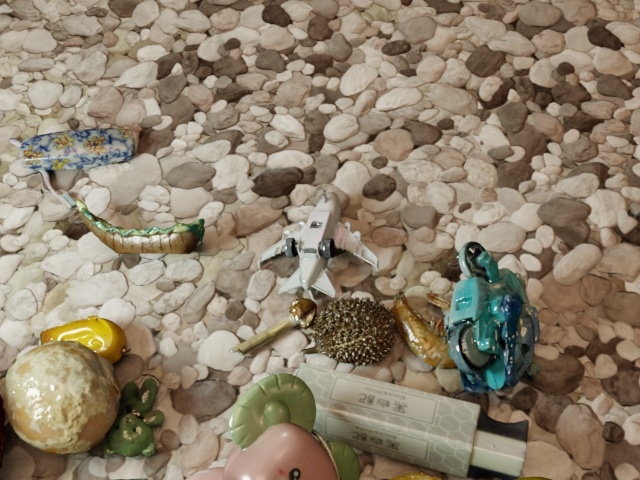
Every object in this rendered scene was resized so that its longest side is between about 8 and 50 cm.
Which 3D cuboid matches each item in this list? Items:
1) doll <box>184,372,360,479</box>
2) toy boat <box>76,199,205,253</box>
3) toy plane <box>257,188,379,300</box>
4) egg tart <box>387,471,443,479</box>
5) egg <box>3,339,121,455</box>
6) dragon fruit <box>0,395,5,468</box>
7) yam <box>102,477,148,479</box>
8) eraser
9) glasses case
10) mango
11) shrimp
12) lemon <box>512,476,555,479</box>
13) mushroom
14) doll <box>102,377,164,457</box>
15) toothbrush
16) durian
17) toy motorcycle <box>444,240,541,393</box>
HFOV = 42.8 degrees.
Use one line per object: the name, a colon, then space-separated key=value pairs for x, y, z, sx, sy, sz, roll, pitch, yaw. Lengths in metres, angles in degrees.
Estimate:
doll: x=-0.081 y=0.378 z=1.325 sx=0.268 sy=0.284 sz=0.216 roll=-40 pitch=20 yaw=-27
toy boat: x=-0.375 y=-0.017 z=1.667 sx=0.293 sy=0.108 sz=0.099 roll=8 pitch=90 yaw=16
toy plane: x=-0.001 y=-0.002 z=1.627 sx=0.251 sy=0.101 sz=0.255 roll=2 pitch=56 yaw=19
egg tart: x=0.155 y=0.472 z=1.321 sx=0.191 sy=0.074 sz=0.191 roll=-2 pitch=56 yaw=3
egg: x=-0.452 y=0.271 z=1.427 sx=0.233 sy=0.195 sz=0.195 roll=14 pitch=53 yaw=49
dragon fruit: x=-0.671 y=0.314 z=1.359 sx=0.296 sy=0.295 sz=0.302 roll=-29 pitch=35 yaw=-14
yam: x=-0.369 y=0.440 z=1.387 sx=0.170 sy=0.068 sz=0.068 roll=-3 pitch=57 yaw=4
eraser: x=0.144 y=0.316 z=1.401 sx=0.404 sy=0.098 sz=0.096 roll=12 pitch=42 yaw=13
glasses case: x=-0.538 y=-0.202 z=1.814 sx=0.248 sy=0.065 sz=0.086 roll=-5 pitch=49 yaw=-7
mango: x=-0.447 y=0.196 z=1.554 sx=0.188 sy=0.066 sz=0.101 roll=0 pitch=65 yaw=10
shrimp: x=0.210 y=0.161 z=1.543 sx=0.132 sy=0.051 sz=0.187 roll=-31 pitch=67 yaw=-29
lemon: x=0.331 y=0.450 z=1.251 sx=0.179 sy=0.203 sz=0.178 roll=9 pitch=44 yaw=-9
mushroom: x=-0.084 y=0.172 z=1.547 sx=0.187 sy=0.060 sz=0.061 roll=-32 pitch=59 yaw=-13
doll: x=-0.339 y=0.314 z=1.467 sx=0.115 sy=0.077 sz=0.150 roll=-5 pitch=48 yaw=4
toothbrush: x=-0.621 y=-0.153 z=1.819 sx=0.027 sy=0.021 sz=0.269 roll=-31 pitch=60 yaw=-30
durian: x=0.046 y=0.164 z=1.516 sx=0.189 sy=0.091 sz=0.148 roll=-25 pitch=54 yaw=4
toy motorcycle: x=0.311 y=0.144 z=1.470 sx=0.206 sy=0.154 sz=0.260 roll=31 pitch=54 yaw=-27
